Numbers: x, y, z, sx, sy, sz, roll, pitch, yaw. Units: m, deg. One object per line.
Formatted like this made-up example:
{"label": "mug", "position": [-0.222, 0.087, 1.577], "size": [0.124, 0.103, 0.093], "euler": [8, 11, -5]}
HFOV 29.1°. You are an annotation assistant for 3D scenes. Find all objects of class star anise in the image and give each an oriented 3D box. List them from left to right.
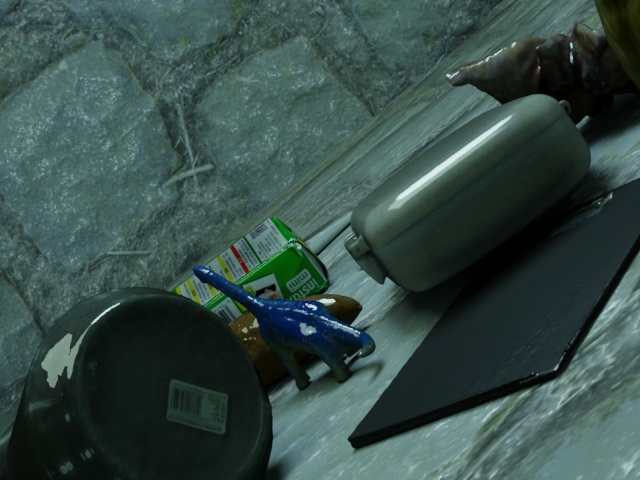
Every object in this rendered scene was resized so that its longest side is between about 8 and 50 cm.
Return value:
{"label": "star anise", "position": [0.320, -0.201, 1.522], "size": [0.349, 0.109, 0.292], "euler": [-9, -15, 39]}

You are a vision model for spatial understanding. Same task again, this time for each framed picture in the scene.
{"label": "framed picture", "position": [0.187, 0.053, 1.135], "size": [0.255, 0.014, 0.338], "euler": [-29, 12, 46]}

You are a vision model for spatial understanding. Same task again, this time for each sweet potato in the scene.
{"label": "sweet potato", "position": [-0.088, 0.149, 1.551], "size": [0.341, 0.092, 0.114], "euler": [-36, 33, 16]}

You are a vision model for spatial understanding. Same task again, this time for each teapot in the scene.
{"label": "teapot", "position": [-0.205, 0.210, 1.286], "size": [0.300, 0.253, 0.344], "euler": [-3, -22, -36]}

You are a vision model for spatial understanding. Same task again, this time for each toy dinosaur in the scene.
{"label": "toy dinosaur", "position": [-0.038, 0.079, 1.368], "size": [0.075, 0.188, 0.248], "euler": [-49, 13, -20]}

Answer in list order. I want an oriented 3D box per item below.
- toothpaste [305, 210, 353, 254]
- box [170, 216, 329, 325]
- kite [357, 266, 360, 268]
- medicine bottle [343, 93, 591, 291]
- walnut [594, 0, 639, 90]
{"label": "toothpaste", "position": [0.000, 0.000, 2.186], "size": [0.218, 0.033, 0.052], "euler": [-40, 12, -33]}
{"label": "box", "position": [-0.117, 0.082, 1.898], "size": [0.250, 0.103, 0.180], "euler": [-36, 21, -1]}
{"label": "kite", "position": [0.124, -0.009, 1.761], "size": [0.190, 0.010, 0.159], "euler": [-36, 8, 11]}
{"label": "medicine bottle", "position": [0.158, -0.053, 1.400], "size": [0.282, 0.123, 0.375], "euler": [-35, 4, 0]}
{"label": "walnut", "position": [0.339, -0.206, 0.976], "size": [0.283, 0.283, 0.227], "euler": [-42, 23, -24]}
